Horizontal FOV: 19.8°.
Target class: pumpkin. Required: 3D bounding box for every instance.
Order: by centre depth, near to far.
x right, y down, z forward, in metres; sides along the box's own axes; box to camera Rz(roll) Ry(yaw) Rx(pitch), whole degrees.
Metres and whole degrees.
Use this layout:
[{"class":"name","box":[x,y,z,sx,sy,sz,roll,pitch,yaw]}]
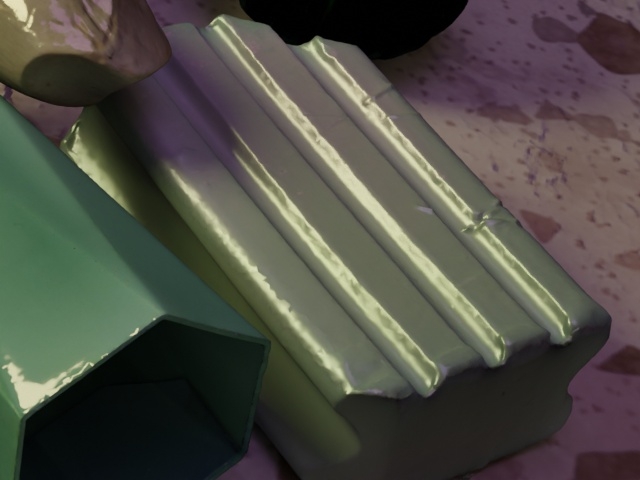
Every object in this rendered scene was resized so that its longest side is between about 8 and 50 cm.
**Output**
[{"class":"pumpkin","box":[0.018,-0.208,1.198,0.194,0.150,0.194,4,48,-4]}]

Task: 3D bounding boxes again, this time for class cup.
[{"class":"cup","box":[-0.143,0.019,0.896,0.148,0.134,0.235,-33,54,-12]}]

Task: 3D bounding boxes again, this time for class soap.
[{"class":"soap","box":[0.000,0.000,1.005,0.173,0.095,0.289,-17,52,-34]}]

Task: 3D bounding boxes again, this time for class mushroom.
[{"class":"mushroom","box":[-0.169,-0.137,0.973,0.212,0.088,0.097,35,64,21]}]
